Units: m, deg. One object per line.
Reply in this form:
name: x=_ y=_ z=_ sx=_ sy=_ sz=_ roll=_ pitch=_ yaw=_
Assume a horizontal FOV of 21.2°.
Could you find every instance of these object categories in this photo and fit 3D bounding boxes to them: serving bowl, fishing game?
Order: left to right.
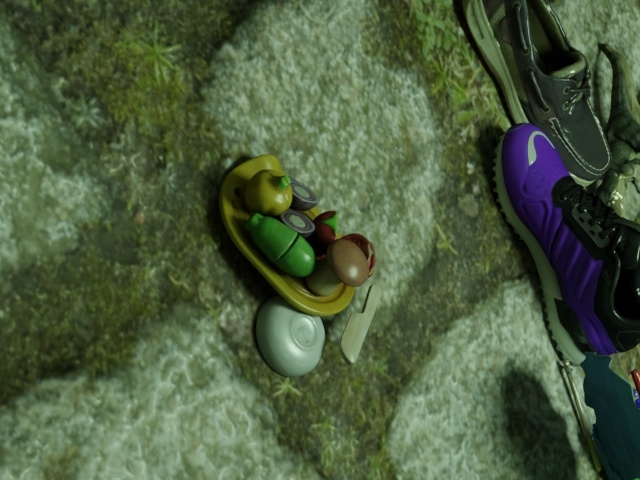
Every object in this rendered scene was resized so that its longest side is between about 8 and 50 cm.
serving bowl: x=-0.024 y=0.092 z=1.685 sx=0.083 sy=0.027 sz=0.083 roll=16 pitch=66 yaw=-40
fishing game: x=0.333 y=0.206 z=1.853 sx=0.041 sy=0.264 sz=0.189 roll=-18 pitch=87 yaw=-9

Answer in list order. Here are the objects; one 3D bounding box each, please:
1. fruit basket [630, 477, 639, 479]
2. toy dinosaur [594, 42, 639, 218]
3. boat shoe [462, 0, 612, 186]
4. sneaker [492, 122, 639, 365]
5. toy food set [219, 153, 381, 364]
fruit basket: x=0.274 y=0.446 z=1.666 sx=0.392 sy=0.283 sz=0.392 roll=23 pitch=48 yaw=-28
toy dinosaur: x=0.400 y=-0.134 z=2.118 sx=0.064 sy=0.118 sz=0.268 roll=71 pitch=23 yaw=-63
boat shoe: x=0.273 y=-0.193 z=2.025 sx=0.103 sy=0.092 sz=0.285 roll=-42 pitch=106 yaw=-44
sneaker: x=0.309 y=-0.009 z=1.959 sx=0.102 sy=0.146 sz=0.293 roll=-25 pitch=94 yaw=-46
toy food set: x=0.000 y=0.000 z=1.688 sx=0.218 sy=0.071 sz=0.128 roll=47 pitch=40 yaw=-10
